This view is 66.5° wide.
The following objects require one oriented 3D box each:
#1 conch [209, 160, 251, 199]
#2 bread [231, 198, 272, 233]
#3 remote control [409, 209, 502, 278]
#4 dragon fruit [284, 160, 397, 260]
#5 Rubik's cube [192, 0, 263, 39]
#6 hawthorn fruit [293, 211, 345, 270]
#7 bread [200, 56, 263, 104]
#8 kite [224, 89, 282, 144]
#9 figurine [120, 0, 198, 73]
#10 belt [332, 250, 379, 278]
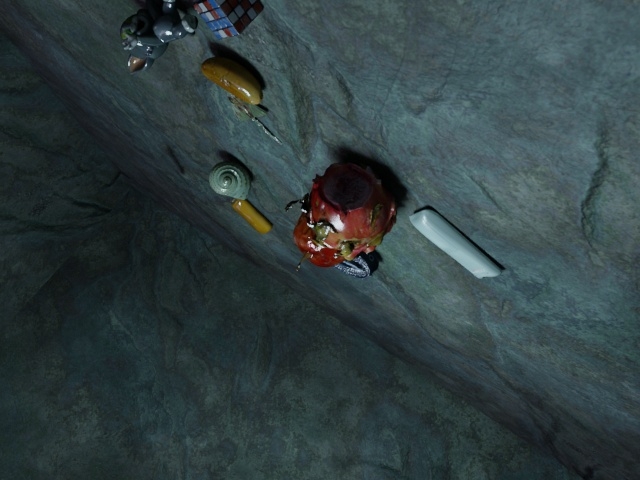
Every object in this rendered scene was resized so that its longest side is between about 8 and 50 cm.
[{"bbox_3d":[-0.356,-0.254,1.962,0.172,0.131,0.200,16,-153,-11],"label":"conch"},{"bbox_3d":[-0.337,-0.123,2.365,0.239,0.074,0.092,46,165,-28],"label":"bread"},{"bbox_3d":[0.381,0.016,1.399,0.293,0.051,0.103,37,162,-8],"label":"remote control"},{"bbox_3d":[0.083,-0.070,1.410,0.250,0.269,0.291,39,162,23],"label":"dragon fruit"},{"bbox_3d":[-0.199,-0.506,1.055,0.092,0.092,0.092,15,153,48],"label":"Rubik's cube"},{"bbox_3d":[0.000,0.000,1.712,0.242,0.271,0.242,40,172,7],"label":"hawthorn fruit"},{"bbox_3d":[-0.234,-0.440,1.328,0.189,0.077,0.114,34,-177,2],"label":"bread"},{"bbox_3d":[-0.212,-0.386,1.534,0.250,0.012,0.229,44,165,-26],"label":"kite"},{"bbox_3d":[-0.425,-0.566,1.285,0.265,0.193,0.140,-2,174,19],"label":"figurine"},{"bbox_3d":[0.124,0.061,1.902,0.218,0.128,0.122,25,123,25],"label":"belt"}]
